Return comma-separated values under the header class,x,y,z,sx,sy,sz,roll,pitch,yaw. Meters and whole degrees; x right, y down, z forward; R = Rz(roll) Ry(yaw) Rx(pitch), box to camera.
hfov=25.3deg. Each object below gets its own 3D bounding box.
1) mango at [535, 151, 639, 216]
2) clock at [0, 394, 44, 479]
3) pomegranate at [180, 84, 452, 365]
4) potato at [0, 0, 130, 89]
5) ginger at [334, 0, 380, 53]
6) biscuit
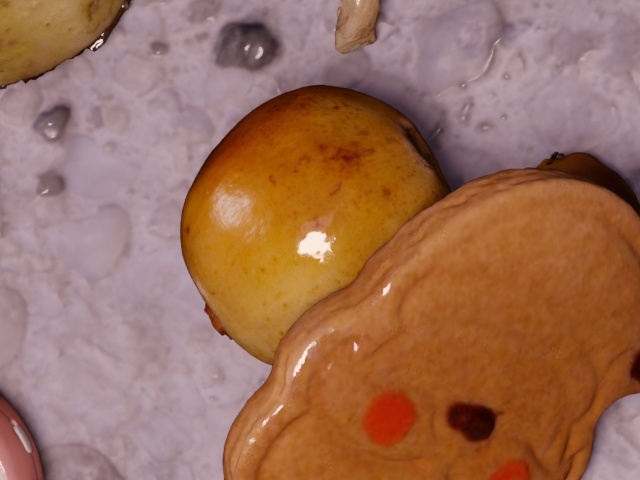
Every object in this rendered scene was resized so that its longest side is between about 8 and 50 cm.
class,x,y,z,sx,sy,sz,roll,pitch,yaw
mango,0.252,-0.031,1.319,0.127,0.063,0.077,41,88,8
clock,-0.377,0.245,1.398,0.227,0.142,0.241,-32,88,8
pomegranate,0.000,0.000,1.275,0.264,0.264,0.264,-1,83,12
potato,-0.343,-0.278,1.407,0.286,0.242,0.242,-1,83,15
ginger,0.077,-0.317,1.392,0.089,0.075,0.288,18,84,9
biscuit,0.111,0.142,1.210,0.455,0.350,0.078,-53,32,3
